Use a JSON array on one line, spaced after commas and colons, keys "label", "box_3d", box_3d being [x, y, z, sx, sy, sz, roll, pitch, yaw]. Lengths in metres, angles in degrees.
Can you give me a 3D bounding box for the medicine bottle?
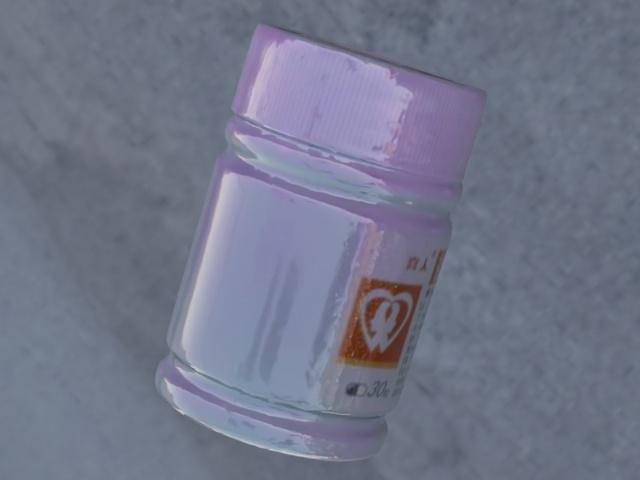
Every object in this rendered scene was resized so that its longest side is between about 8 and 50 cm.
[{"label": "medicine bottle", "box_3d": [0.000, 0.000, 1.356, 0.202, 0.202, 0.316, 23, 101, 33]}]
